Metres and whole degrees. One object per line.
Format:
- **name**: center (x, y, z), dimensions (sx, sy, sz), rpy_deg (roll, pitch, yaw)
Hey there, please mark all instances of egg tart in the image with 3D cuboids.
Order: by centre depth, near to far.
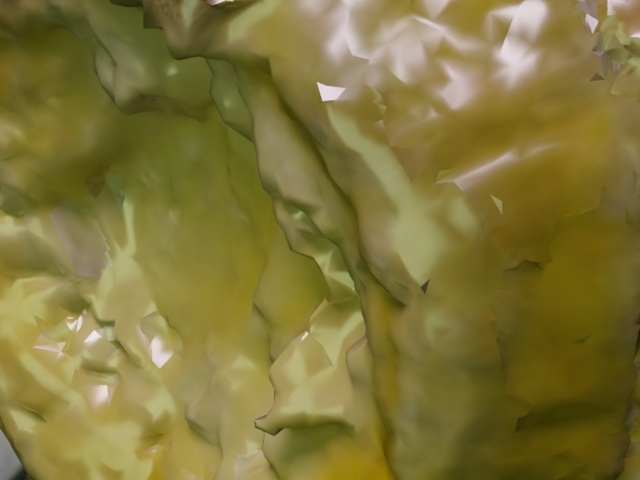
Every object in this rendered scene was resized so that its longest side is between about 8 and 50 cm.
- **egg tart**: center (0.000, 0.000, 0.457), dimensions (0.290, 0.115, 0.290), rpy_deg (24, 128, 36)
